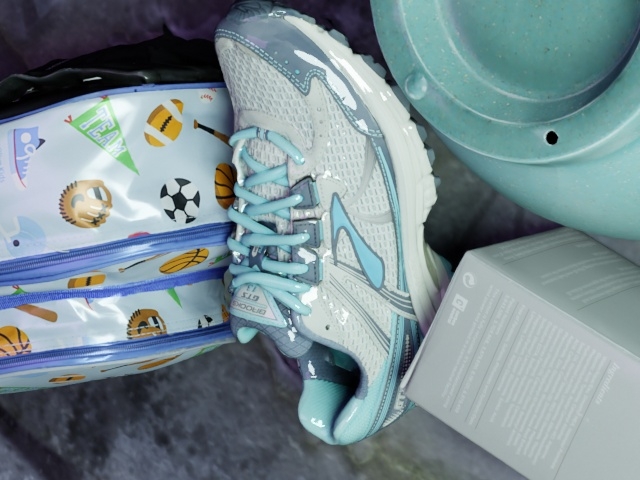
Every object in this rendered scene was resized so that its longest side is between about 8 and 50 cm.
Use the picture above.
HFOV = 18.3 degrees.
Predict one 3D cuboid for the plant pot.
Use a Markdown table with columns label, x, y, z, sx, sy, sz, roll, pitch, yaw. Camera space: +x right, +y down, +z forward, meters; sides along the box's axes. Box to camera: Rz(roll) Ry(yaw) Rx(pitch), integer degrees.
| label | x | y | z | sx | sy | sz | roll | pitch | yaw |
| --- | --- | --- | --- | --- | --- | --- | --- | --- | --- |
| plant pot | 0.146 | -0.133 | 1.010 | 0.293 | 0.196 | 0.293 | 6 | 101 | 35 |

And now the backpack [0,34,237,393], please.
| label | x | y | z | sx | sy | sz | roll | pitch | yaw |
| --- | --- | --- | --- | --- | --- | --- | --- | --- | --- |
| backpack | -0.150 | -0.016 | 1.204 | 0.263 | 0.276 | 0.213 | -18 | 91 | 29 |

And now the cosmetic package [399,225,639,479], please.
| label | x | y | z | sx | sy | sz | roll | pitch | yaw |
| --- | --- | --- | --- | --- | --- | --- | --- | --- | --- |
| cosmetic package | 0.180 | 0.093 | 1.064 | 0.238 | 0.127 | 0.107 | 37 | 116 | 27 |

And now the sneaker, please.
| label | x | y | z | sx | sy | sz | roll | pitch | yaw |
| --- | --- | --- | --- | --- | --- | --- | --- | --- | --- |
| sneaker | 0.000 | 0.000 | 1.096 | 0.110 | 0.122 | 0.283 | 21 | 143 | 49 |
